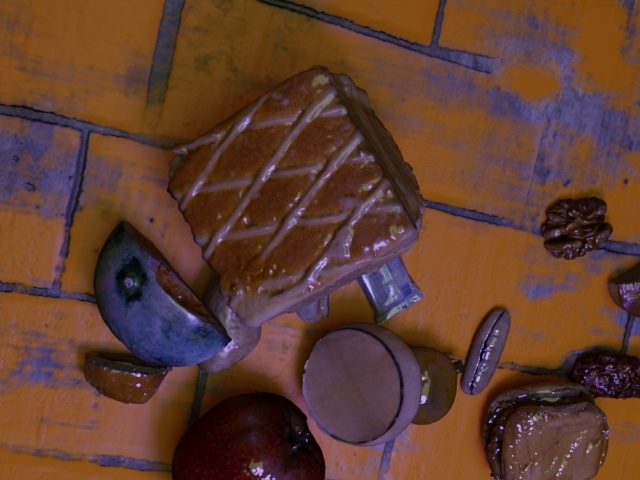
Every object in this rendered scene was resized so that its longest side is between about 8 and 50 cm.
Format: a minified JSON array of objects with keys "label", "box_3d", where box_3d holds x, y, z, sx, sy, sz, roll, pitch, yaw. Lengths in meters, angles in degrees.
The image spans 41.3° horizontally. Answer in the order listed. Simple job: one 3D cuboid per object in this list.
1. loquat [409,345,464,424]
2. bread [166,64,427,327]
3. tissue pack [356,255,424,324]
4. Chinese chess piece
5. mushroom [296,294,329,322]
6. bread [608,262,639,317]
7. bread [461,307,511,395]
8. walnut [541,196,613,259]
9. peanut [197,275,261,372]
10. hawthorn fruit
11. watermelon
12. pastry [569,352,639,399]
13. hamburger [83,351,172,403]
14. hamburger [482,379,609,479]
[{"label":"loquat","box_3d":[0.226,0.310,1.857,0.204,0.149,0.172,-26,100,-19]},{"label":"bread","box_3d":[-0.035,-0.083,1.597,0.390,0.279,0.371,-31,80,13]},{"label":"tissue pack","box_3d":[0.137,0.076,1.863,0.122,0.026,0.193,-30,104,-9]},{"label":"Chinese chess piece","box_3d":[0.087,0.299,1.773,0.104,0.257,0.257,6,99,-59]},{"label":"mushroom","box_3d":[0.000,0.000,1.785,0.122,0.095,0.351,8,98,-32]},{"label":"bread","box_3d":[0.764,0.114,1.999,0.156,0.086,0.125,-34,106,-7]},{"label":"bread","box_3d":[0.379,0.256,1.938,0.073,0.053,0.214,21,93,-12]},{"label":"walnut","box_3d":[0.592,-0.029,1.945,0.170,0.069,0.143,-22,104,-8]},{"label":"peanut","box_3d":[-0.182,0.152,1.745,0.137,0.122,0.253,14,89,-16]},{"label":"hawthorn fruit","box_3d":[-0.172,0.479,1.724,0.369,0.285,0.285,-37,105,5]},{"label":"watermelon","box_3d":[-0.347,0.123,1.631,0.322,0.175,0.188,43,89,19]},{"label":"pastry","box_3d":[0.702,0.325,2.012,0.208,0.097,0.115,8,85,-14]},{"label":"hamburger","box_3d":[-0.395,0.289,1.724,0.176,0.087,0.102,9,94,-18]},{"label":"hamburger","box_3d":[0.511,0.448,1.952,0.283,0.144,0.260,2,108,-19]}]
